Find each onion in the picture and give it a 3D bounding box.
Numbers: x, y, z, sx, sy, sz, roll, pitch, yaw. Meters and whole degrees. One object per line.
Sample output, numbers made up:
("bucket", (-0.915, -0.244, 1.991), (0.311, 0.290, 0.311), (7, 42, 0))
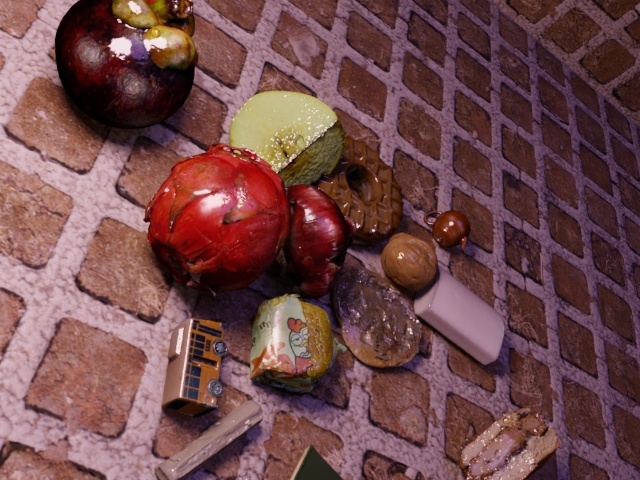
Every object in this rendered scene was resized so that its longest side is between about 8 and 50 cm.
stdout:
("onion", (0.000, 0.000, 1.642), (0.195, 0.272, 0.272), (-11, 69, -13))

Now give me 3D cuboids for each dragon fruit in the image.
("dragon fruit", (-0.214, -0.042, 1.486), (0.295, 0.295, 0.301), (48, 60, -7))

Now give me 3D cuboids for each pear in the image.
("pear", (-0.103, -0.251, 1.782), (0.159, 0.292, 0.292), (56, 16, -69))

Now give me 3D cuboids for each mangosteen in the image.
("mangosteen", (-0.413, -0.402, 1.517), (0.330, 0.330, 0.330), (21, 52, -30))

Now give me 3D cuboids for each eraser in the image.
("eraser", (0.392, 0.207, 1.983), (0.270, 0.095, 0.174), (36, 46, -17))

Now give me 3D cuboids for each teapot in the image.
("teapot", (0.380, -0.029, 2.126), (0.173, 0.116, 0.116), (40, 37, 25))

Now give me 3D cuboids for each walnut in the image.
("walnut", (0.240, 0.058, 1.910), (0.166, 0.149, 0.166), (52, 22, -30))

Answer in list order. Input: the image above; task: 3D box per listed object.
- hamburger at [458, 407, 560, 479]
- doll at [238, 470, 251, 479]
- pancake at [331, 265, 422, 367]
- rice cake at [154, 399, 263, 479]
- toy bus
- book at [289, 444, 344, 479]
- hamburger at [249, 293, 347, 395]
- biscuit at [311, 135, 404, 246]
("hamburger", (0.478, 0.540, 1.801), (0.282, 0.245, 0.155), (-40, 61, -7))
("doll", (-0.120, 0.562, 1.343), (0.114, 0.057, 0.227), (-29, 82, -46))
("pancake", (0.143, 0.196, 1.807), (0.282, 0.049, 0.282), (21, 51, -29))
("rice cake", (-0.210, 0.390, 1.379), (0.057, 0.052, 0.256), (35, 37, 24))
("toy bus", (-0.252, 0.246, 1.405), (0.103, 0.091, 0.182), (23, 53, -29))
("book", (0.054, 0.628, 1.422), (0.371, 0.043, 0.260), (48, 32, -8))
("hamburger", (-0.040, 0.229, 1.568), (0.235, 0.125, 0.214), (17, 63, -15))
("biscuit", (0.094, -0.135, 1.937), (0.332, 0.103, 0.332), (22, 50, -30))
